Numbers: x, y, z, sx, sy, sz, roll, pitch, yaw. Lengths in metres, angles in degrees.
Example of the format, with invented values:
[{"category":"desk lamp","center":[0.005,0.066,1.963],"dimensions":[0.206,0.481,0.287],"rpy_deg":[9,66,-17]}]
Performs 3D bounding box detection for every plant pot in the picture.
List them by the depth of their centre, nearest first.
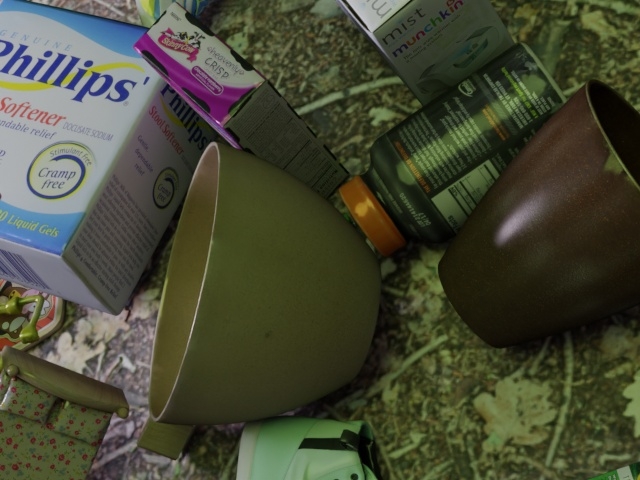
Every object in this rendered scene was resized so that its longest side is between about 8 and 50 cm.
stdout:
[{"category":"plant pot","center":[0.235,-0.002,1.792],"dimensions":[0.230,0.215,0.215],"rpy_deg":[-38,56,22]},{"category":"plant pot","center":[-0.047,0.059,1.858],"dimensions":[0.191,0.284,0.284],"rpy_deg":[12,67,-12]}]

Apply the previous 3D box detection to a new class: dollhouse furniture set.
[{"category":"dollhouse furniture set","center":[-0.335,0.277,1.844],"dimensions":[0.303,0.355,0.174],"rpy_deg":[-65,20,8]}]

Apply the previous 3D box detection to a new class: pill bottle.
[{"category":"pill bottle","center":[0.141,-0.084,1.895],"dimensions":[0.245,0.130,0.130],"rpy_deg":[-34,58,6]}]

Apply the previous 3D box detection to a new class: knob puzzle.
[{"category":"knob puzzle","center":[-0.370,0.056,2.115],"dimensions":[0.213,0.030,0.213],"rpy_deg":[-10,63,19]}]

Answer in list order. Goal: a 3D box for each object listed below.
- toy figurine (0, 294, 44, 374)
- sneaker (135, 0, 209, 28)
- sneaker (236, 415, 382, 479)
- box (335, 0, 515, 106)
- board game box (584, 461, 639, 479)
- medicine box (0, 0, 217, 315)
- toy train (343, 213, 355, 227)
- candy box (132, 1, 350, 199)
[{"category":"toy figurine","center":[-0.450,0.186,1.959],"dimensions":[0.191,0.217,0.363],"rpy_deg":[3,74,29]},{"category":"sneaker","center":[-0.144,-0.316,2.139],"dimensions":[0.126,0.091,0.240],"rpy_deg":[-13,52,13]},{"category":"sneaker","center":[-0.010,0.289,1.808],"dimensions":[0.151,0.094,0.256],"rpy_deg":[-6,64,23]},{"category":"box","center":[0.071,-0.280,1.958],"dimensions":[0.126,0.231,0.262],"rpy_deg":[-38,57,4]},{"category":"board game box","center":[0.289,0.337,1.696],"dimensions":[0.136,0.030,0.260],"rpy_deg":[-22,60,16]},{"category":"medicine box","center":[-0.291,-0.099,2.063],"dimensions":[0.263,0.149,0.289],"rpy_deg":[15,67,28]},{"category":"toy train","center":[0.000,0.000,1.985],"dimensions":[0.083,0.017,0.024],"rpy_deg":[-31,48,8]},{"category":"candy box","center":[-0.080,-0.135,1.954],"dimensions":[0.071,0.233,0.159],"rpy_deg":[-47,58,-2]}]
